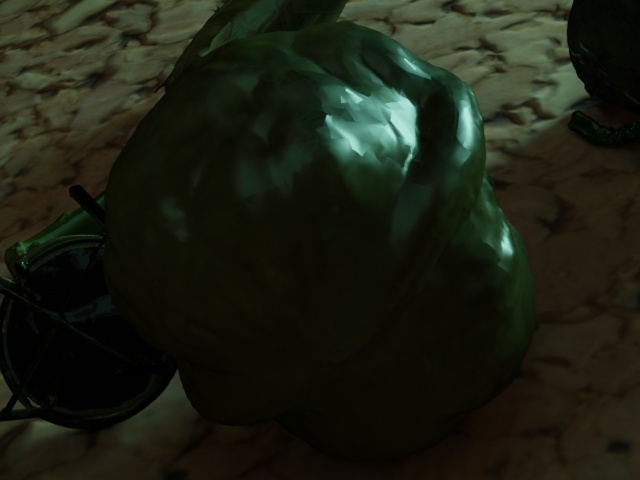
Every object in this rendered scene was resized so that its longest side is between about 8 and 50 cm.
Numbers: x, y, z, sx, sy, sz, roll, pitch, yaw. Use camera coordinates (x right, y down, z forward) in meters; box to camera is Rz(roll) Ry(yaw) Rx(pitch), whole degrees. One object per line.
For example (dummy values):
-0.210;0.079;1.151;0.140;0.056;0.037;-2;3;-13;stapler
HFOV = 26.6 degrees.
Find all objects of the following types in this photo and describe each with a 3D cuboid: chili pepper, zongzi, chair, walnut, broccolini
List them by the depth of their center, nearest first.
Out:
-0.001;-0.002;0.893;0.253;0.282;0.277;-18;31;8;walnut
-0.176;0.056;1.016;0.160;0.170;0.325;-17;-11;4;chair
0.248;-0.095;1.167;0.027;0.022;0.083;-39;36;-30;chili pepper
-0.106;-0.071;1.231;0.392;0.074;0.078;-35;81;-20;broccolini
-0.047;-0.199;1.326;0.197;0.099;0.194;-24;25;37;zongzi

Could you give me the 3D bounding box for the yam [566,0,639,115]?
0.351;-0.168;1.093;0.203;0.201;0.271;-24;40;-12;yam
